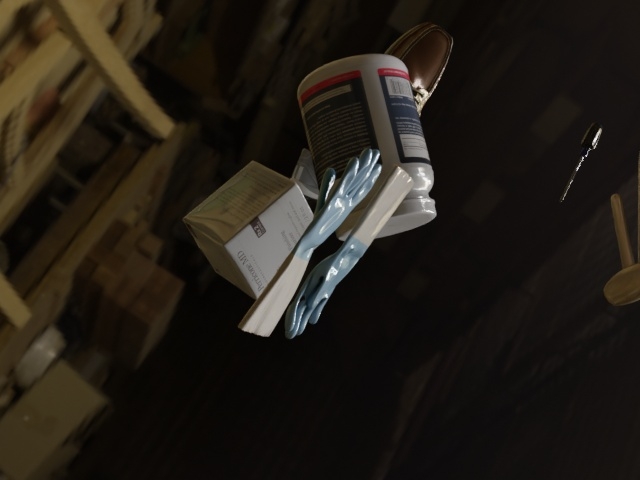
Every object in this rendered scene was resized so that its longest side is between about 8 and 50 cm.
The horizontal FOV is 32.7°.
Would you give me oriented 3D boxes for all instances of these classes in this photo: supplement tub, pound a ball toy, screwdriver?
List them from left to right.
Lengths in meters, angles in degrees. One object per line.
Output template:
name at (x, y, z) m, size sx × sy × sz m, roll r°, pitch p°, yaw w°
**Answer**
supplement tub at (0.078, -0.151, 1.795) m, size 0.191 × 0.191 × 0.272 m, roll 120°, pitch -42°, yaw -76°
screwdriver at (0.403, -0.122, 1.711) m, size 0.025 × 0.024 × 0.170 m, roll 1°, pitch -131°, yaw 49°
pound a ball toy at (0.514, -0.025, 1.536) m, size 0.135 × 0.208 × 0.319 m, roll -28°, pitch -141°, yaw 43°

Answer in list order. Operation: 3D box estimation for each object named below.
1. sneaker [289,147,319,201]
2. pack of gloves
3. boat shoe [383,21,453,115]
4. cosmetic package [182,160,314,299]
sneaker at (0.049, -0.126, 2.165) m, size 0.086 × 0.228 × 0.132 m, roll 17°, pitch -90°, yaw 56°
pack of gloves at (0.000, 0.000, 1.178) m, size 0.232 × 0.046 × 0.195 m, roll -55°, pitch 161°, yaw 2°
boat shoe at (0.141, -0.252, 2.028) m, size 0.324 × 0.122 × 0.120 m, roll -55°, pitch -158°, yaw 5°
cosmetic package at (-0.123, -0.021, 2.030) m, size 0.183 × 0.151 × 0.151 m, roll -42°, pitch 130°, yaw -17°
